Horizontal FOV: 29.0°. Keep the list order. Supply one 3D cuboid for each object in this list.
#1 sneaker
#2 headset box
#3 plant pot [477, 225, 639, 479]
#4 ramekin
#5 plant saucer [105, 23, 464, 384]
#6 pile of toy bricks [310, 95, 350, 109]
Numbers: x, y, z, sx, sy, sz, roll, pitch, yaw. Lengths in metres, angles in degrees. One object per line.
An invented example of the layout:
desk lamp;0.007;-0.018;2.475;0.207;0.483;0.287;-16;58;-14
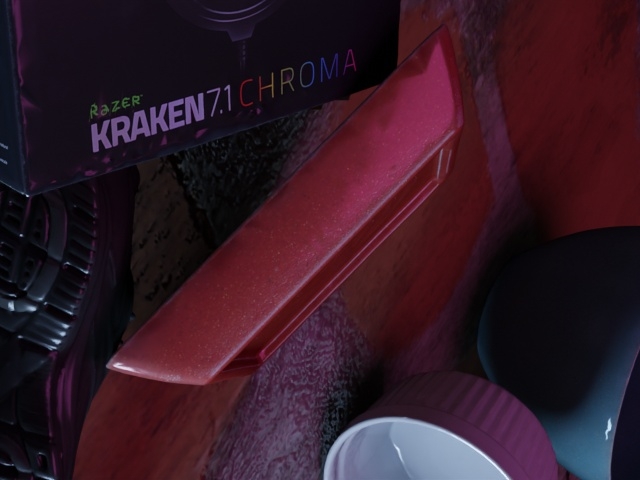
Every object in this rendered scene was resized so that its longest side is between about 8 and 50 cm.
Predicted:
sneaker;-0.157;0.071;0.696;0.130;0.109;0.286;-34;146;-72
headset box;-0.081;-0.200;0.589;0.246;0.131;0.283;-22;126;-39
plant pot;0.286;0.105;1.328;0.290;0.195;0.290;-35;135;-44
ramekin;0.117;0.215;1.126;0.109;0.207;0.207;-47;144;-49
plant saucer;0.000;0.000;0.775;0.259;0.048;0.258;-46;174;0
pile of toy bricks;-0.017;-0.196;0.781;0.105;0.118;0.212;-2;130;-28
